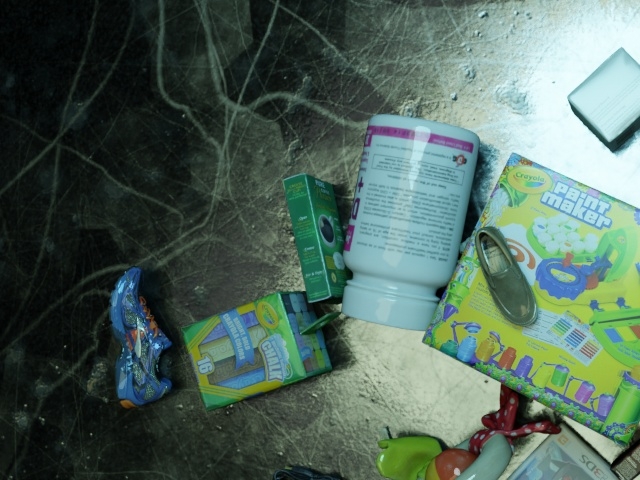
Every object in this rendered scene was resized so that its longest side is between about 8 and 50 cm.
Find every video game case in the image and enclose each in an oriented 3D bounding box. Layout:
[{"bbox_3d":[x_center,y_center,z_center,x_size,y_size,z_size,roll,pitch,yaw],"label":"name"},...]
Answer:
[{"bbox_3d":[0.333,0.386,1.509,0.183,0.023,0.201,43,97,15],"label":"video game case"}]

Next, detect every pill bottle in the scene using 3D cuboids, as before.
[{"bbox_3d":[0.120,-0.024,1.530,0.160,0.160,0.283,11,91,18],"label":"pill bottle"}]

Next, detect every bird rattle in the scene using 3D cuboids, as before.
[{"bbox_3d":[0.201,0.312,1.480,0.254,0.207,0.143,-26,99,24],"label":"bird rattle"}]

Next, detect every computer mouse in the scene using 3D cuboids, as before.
[{"bbox_3d":[-0.037,0.436,1.626,0.106,0.042,0.193,12,91,17],"label":"computer mouse"}]

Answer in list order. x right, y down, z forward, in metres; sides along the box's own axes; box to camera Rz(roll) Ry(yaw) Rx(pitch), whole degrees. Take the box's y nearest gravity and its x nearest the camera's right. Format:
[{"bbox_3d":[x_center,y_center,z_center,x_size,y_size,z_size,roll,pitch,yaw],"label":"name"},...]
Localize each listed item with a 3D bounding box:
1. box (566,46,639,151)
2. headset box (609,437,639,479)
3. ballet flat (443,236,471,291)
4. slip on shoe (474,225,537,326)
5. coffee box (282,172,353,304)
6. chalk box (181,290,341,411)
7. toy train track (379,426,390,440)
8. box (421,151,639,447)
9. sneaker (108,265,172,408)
[{"bbox_3d":[0.400,-0.189,1.476,0.102,0.101,0.087,-44,76,10],"label":"box"},{"bbox_3d":[0.431,0.287,1.468,0.083,0.062,0.032,-46,76,12],"label":"headset box"},{"bbox_3d":[0.205,0.028,1.566,0.041,0.041,0.114,26,95,17],"label":"ballet flat"},{"bbox_3d":[0.230,0.045,1.370,0.051,0.041,0.135,-22,80,17],"label":"slip on shoe"},{"bbox_3d":[0.000,0.000,1.590,0.040,0.113,0.184,-16,80,20],"label":"coffee box"},{"bbox_3d":[-0.069,0.153,1.602,0.213,0.132,0.132,-20,81,18],"label":"chalk box"},{"bbox_3d":[0.106,0.315,1.600,0.048,0.014,0.083,-23,77,22],"label":"toy train track"},{"bbox_3d":[0.336,0.073,1.447,0.290,0.177,0.279,27,96,18],"label":"box"},{"bbox_3d":[-0.275,0.148,1.707,0.087,0.083,0.221,-5,92,5],"label":"sneaker"}]
